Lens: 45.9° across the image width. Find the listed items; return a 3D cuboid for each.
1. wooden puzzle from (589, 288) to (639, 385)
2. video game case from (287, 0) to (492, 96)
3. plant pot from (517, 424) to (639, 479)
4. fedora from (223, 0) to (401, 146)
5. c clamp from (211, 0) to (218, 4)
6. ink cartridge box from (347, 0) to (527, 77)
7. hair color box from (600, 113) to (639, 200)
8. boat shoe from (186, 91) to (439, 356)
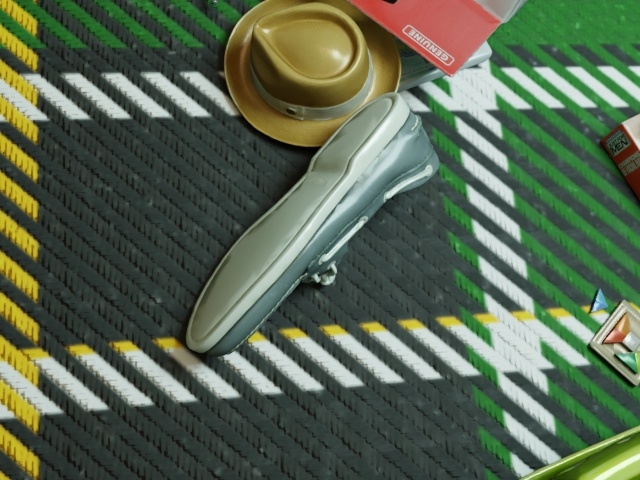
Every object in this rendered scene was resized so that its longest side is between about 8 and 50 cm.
[{"bbox_3d":[0.337,0.110,0.819,0.116,0.014,0.078,35,71,2],"label":"wooden puzzle"},{"bbox_3d":[0.073,-0.260,0.878,0.201,0.023,0.183,-22,78,-15],"label":"video game case"},{"bbox_3d":[0.316,0.273,0.665,0.227,0.207,0.228,-18,78,-14],"label":"plant pot"},{"bbox_3d":[-0.011,-0.194,0.796,0.195,0.079,0.194,-1,79,4],"label":"fedora"},{"bbox_3d":[-0.076,-0.348,0.882,0.161,0.022,0.137,-22,73,-14],"label":"c clamp"},{"bbox_3d":[0.104,-0.349,0.848,0.296,0.066,0.261,38,54,5],"label":"ink cartridge box"},{"bbox_3d":[0.411,-0.073,0.865,0.093,0.053,0.167,-27,79,-15],"label":"hair color box"},{"bbox_3d":[0.000,0.000,0.743,0.099,0.116,0.319,44,79,-26],"label":"boat shoe"}]
